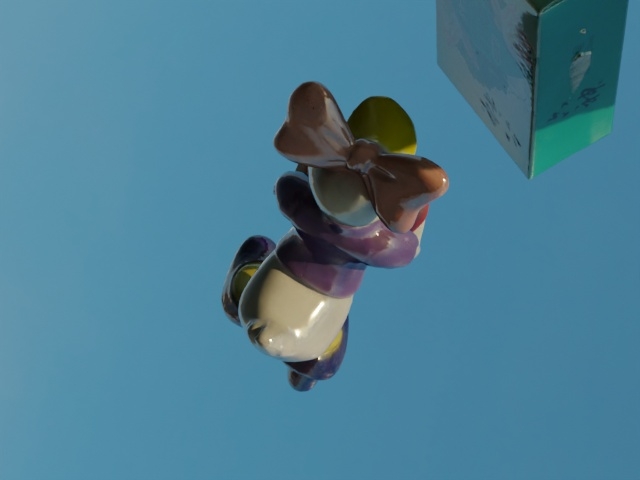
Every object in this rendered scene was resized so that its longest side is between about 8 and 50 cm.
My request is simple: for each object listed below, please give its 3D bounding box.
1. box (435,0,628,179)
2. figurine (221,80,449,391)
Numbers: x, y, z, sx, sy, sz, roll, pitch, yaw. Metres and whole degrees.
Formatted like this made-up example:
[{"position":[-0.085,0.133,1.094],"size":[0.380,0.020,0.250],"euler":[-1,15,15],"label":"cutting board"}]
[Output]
[{"position":[0.168,-0.182,1.434],"size":[0.092,0.245,0.153],"euler":[-29,-118,-12],"label":"box"},{"position":[0.001,0.000,1.550],"size":[0.193,0.154,0.421],"euler":[-53,174,-40],"label":"figurine"}]
